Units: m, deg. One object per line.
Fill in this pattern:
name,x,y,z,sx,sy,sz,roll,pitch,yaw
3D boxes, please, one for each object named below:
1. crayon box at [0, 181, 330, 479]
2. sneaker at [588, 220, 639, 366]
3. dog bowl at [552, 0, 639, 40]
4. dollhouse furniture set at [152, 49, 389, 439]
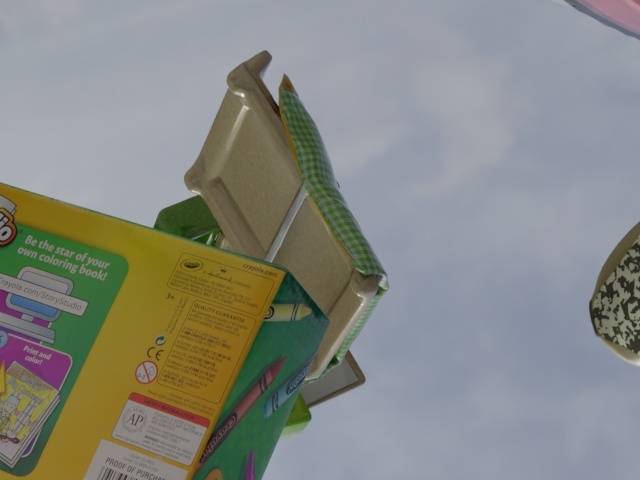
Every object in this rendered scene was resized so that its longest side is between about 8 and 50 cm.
crayon box,-0.156,0.066,0.933,0.278,0.081,0.165,16,-108,25
sneaker,0.291,0.018,1.090,0.182,0.158,0.410,-11,174,-32
dog bowl,0.171,-0.230,0.488,0.408,0.408,0.150,-41,-141,7
dollhouse furniture set,0.000,0.000,1.239,0.151,0.197,0.301,-21,160,-29
